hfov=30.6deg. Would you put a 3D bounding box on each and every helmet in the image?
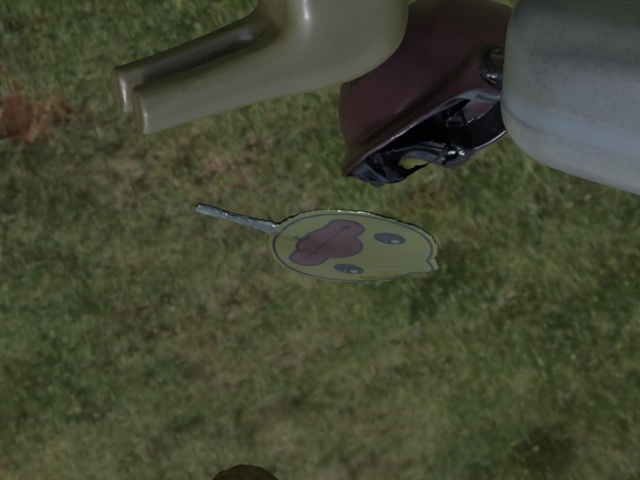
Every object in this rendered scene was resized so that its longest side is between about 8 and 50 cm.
[{"bbox_3d":[0.143,-0.209,1.504,0.338,0.197,0.271,-12,166,-40],"label":"helmet"}]

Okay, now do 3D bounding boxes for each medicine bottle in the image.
[{"bbox_3d":[0.291,-0.147,0.746,0.375,0.282,0.123,-41,141,-43],"label":"medicine bottle"}]

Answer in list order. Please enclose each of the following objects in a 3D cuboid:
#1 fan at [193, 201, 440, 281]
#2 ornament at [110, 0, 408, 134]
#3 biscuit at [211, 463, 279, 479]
[{"bbox_3d":[0.000,0.001,1.474,0.334,0.011,0.229,15,155,-18],"label":"fan"},{"bbox_3d":[0.001,-0.189,0.598,0.244,0.061,0.230,-19,126,-22],"label":"ornament"},{"bbox_3d":[-0.036,0.232,0.919,0.071,0.147,0.018,-30,144,-30],"label":"biscuit"}]
